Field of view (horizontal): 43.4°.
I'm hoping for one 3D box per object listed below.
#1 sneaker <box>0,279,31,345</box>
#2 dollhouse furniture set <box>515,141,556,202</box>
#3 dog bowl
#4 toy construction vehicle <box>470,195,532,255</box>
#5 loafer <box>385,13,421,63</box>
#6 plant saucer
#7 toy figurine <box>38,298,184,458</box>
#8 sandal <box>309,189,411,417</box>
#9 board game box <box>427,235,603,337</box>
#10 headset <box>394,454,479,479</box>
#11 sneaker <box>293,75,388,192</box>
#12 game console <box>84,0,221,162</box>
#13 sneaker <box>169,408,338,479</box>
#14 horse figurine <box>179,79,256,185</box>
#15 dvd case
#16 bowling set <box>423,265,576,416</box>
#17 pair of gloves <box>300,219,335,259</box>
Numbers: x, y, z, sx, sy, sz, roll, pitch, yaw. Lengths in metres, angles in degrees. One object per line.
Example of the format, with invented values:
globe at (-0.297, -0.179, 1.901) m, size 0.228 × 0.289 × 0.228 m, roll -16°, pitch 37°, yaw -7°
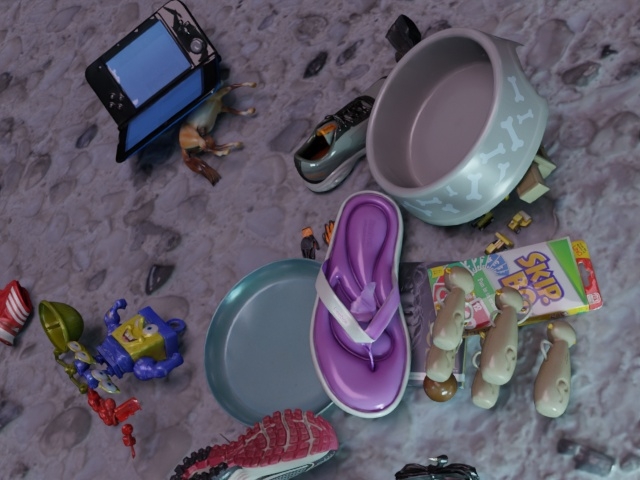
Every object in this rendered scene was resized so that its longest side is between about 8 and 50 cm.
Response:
sneaker at (-0.722, 0.134, 1.778) m, size 0.221 × 0.087 × 0.128 m, roll 27°, pitch 71°, yaw 21°
dollhouse furniture set at (0.313, -0.107, 1.384) m, size 0.161 × 0.101 × 0.182 m, roll -40°, pitch 48°, yaw 34°
dog bowl at (0.215, -0.204, 1.378) m, size 0.349 × 0.102 × 0.348 m, roll -27°, pitch 54°, yaw 44°
toy construction vehicle at (0.302, -0.028, 1.369) m, size 0.098 × 0.035 × 0.086 m, roll -41°, pitch 55°, yaw 3°
loafer at (0.177, -0.369, 1.592) m, size 0.061 × 0.062 × 0.170 m, roll -40°, pitch 49°, yaw 31°
plant saucer at (-0.063, 0.184, 1.441) m, size 0.318 × 0.044 × 0.317 m, roll -11°, pitch 62°, yaw 22°
toy figurine at (-0.367, 0.211, 1.553) m, size 0.217 × 0.191 × 0.362 m, roll -30°, pitch 42°, yaw -27°
sandal at (0.063, 0.085, 1.343) m, size 0.169 × 0.102 × 0.416 m, roll -2°, pitch 60°, yaw 5°
board game box at (0.312, 0.077, 1.305) m, size 0.259 × 0.039 × 0.124 m, roll -13°, pitch 62°, yaw 11°
headset at (0.124, 0.484, 1.096) m, size 0.185 × 0.243 × 0.394 m, roll -10°, pitch 42°, yaw 21°
sneaker at (0.057, -0.213, 1.538) m, size 0.271 × 0.108 × 0.100 m, roll -48°, pitch 53°, yaw -3°
game console at (-0.374, -0.351, 1.753) m, size 0.293 × 0.173 × 0.250 m, roll -34°, pitch 92°, yaw 13°
sneaker at (-0.101, 0.373, 1.322) m, size 0.299 × 0.112 × 0.121 m, roll -25°, pitch 26°, yaw 19°
horse figurine at (-0.235, -0.249, 1.724) m, size 0.174 × 0.066 × 0.263 m, roll 7°, pitch 69°, yaw 27°
dvd case at (0.169, 0.139, 1.363) m, size 0.164 × 0.018 × 0.221 m, roll -2°, pitch 66°, yaw 25°
bowling set at (0.229, 0.155, 1.224) m, size 0.200 × 0.287 × 0.154 m, roll -23°, pitch 39°, yaw 48°
pair of gloves at (0.000, 0.000, 1.519) m, size 0.083 × 0.010 × 0.074 m, roll -19°, pitch 59°, yaw 18°
